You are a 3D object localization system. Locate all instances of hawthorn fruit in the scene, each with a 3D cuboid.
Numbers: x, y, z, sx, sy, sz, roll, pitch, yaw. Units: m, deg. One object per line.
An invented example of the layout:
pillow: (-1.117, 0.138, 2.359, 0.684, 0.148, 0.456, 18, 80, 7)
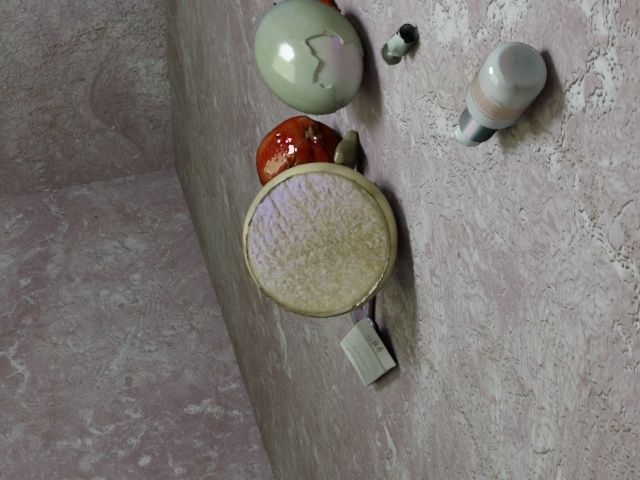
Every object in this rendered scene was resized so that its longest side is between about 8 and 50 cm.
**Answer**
hawthorn fruit: (-0.038, -0.156, 2.042, 0.179, 0.173, 0.173, -19, 80, 37)

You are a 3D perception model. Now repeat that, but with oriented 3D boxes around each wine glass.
wine glass: (0.120, -0.299, 1.560, 0.039, 0.042, 0.083, 40, 159, -1)

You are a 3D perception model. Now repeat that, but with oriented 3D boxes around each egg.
egg: (-0.014, -0.308, 1.778, 0.183, 0.183, 0.217, 102, 148, -57)

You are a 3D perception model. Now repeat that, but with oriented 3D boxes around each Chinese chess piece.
Chinese chess piece: (0.000, 0.000, 1.784, 0.112, 0.270, 0.270, -73, -26, -81)

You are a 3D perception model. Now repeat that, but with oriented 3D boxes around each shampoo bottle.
shampoo bottle: (0.209, -0.165, 1.240, 0.192, 0.074, 0.074, 113, 143, -69)

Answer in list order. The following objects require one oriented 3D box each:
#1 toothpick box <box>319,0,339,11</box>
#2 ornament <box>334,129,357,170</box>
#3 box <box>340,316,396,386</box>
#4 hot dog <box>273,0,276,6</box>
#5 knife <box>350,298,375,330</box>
toothpick box: (0.002, -0.428, 1.889, 0.047, 0.047, 0.083, 94, 159, -46)
ornament: (0.030, -0.064, 1.936, 0.230, 0.061, 0.245, 77, -151, -65)
box: (0.092, 0.223, 2.039, 0.109, 0.029, 0.198, 59, 163, 10)
hot dog: (-0.027, -0.384, 1.919, 0.188, 0.055, 0.072, 52, -133, -51)
knife: (0.080, 0.043, 1.981, 0.132, 0.038, 0.399, -120, 23, -44)
